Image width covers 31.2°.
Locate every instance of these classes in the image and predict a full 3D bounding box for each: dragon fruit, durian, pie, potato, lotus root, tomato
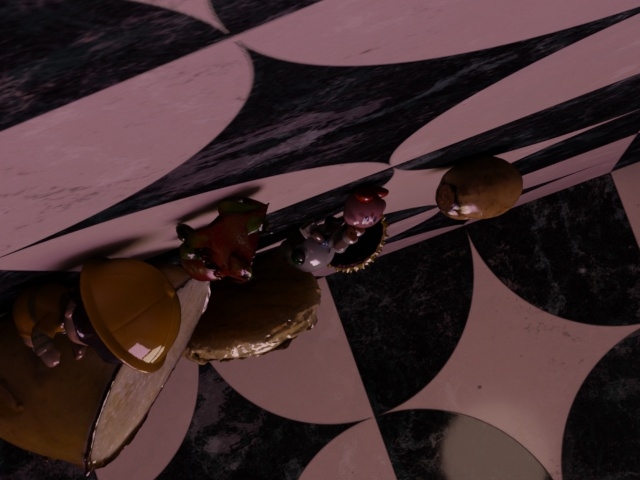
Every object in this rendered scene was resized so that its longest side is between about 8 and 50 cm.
[{"bbox_3d":[-0.130,0.007,1.611,0.175,0.142,0.138,0,-144,17],"label":"dragon fruit"},{"bbox_3d":[0.078,0.006,2.324,0.187,0.119,0.108,-24,169,26],"label":"durian"},{"bbox_3d":[-0.154,0.132,2.226,0.340,0.083,0.339,-10,-152,5],"label":"pie"},{"bbox_3d":[-0.410,0.168,1.917,0.296,0.397,0.290,25,174,11],"label":"potato"},{"bbox_3d":[0.300,-0.098,2.106,0.221,0.118,0.125,-18,-153,-39],"label":"lotus root"},{"bbox_3d":[-0.175,0.021,1.790,0.087,0.075,0.087,-4,-142,3],"label":"tomato"}]

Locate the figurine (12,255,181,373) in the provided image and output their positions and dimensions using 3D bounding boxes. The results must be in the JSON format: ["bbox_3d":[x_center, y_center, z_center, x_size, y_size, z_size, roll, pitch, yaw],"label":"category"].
[{"bbox_3d":[-0.329,0.106,1.688,0.257,0.167,0.192,2,-165,19],"label":"figurine"}]

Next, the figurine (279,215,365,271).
[{"bbox_3d":[-0.001,-0.001,2.165,0.147,0.093,0.197,-44,-176,-41],"label":"figurine"}]

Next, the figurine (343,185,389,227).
[{"bbox_3d":[0.077,-0.057,1.963,0.083,0.071,0.067,-5,-152,-39],"label":"figurine"}]
